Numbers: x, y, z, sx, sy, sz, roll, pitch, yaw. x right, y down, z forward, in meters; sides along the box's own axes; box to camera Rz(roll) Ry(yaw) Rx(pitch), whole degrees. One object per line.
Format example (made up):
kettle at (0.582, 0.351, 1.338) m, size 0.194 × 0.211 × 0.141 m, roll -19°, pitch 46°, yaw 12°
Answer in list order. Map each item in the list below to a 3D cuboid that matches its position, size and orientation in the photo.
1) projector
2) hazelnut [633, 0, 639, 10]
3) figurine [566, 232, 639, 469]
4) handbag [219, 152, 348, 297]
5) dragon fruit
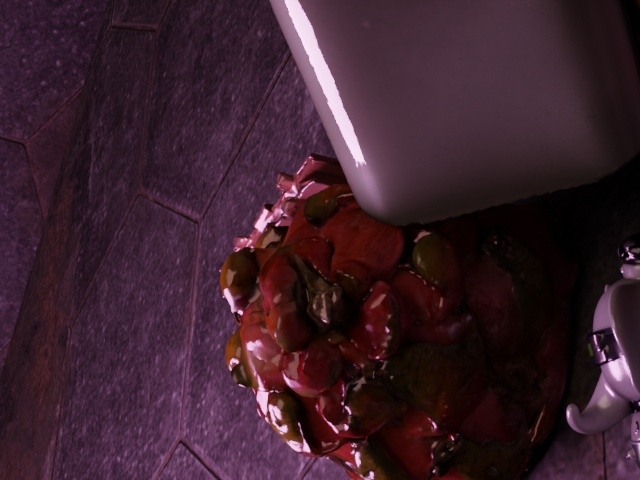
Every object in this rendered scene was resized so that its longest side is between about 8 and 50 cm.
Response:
projector at (0.107, -0.192, 1.011) m, size 0.248 × 0.249 × 0.249 m, roll -14°, pitch 37°, yaw 14°
hazelnut at (0.295, -0.204, 0.870) m, size 0.170 × 0.160 × 0.201 m, roll -48°, pitch 35°, yaw -10°
figurine at (0.237, 0.089, 0.882) m, size 0.126 × 0.147 × 0.192 m, roll -13°, pitch 83°, yaw 41°
handbag at (0.000, 0.000, 1.360) m, size 0.212 × 0.157 × 0.059 m, roll -50°, pitch 35°, yaw 42°
dragon fruit at (0.040, 0.068, 1.124) m, size 0.296 × 0.263 × 0.314 m, roll -9°, pitch 69°, yaw 62°
